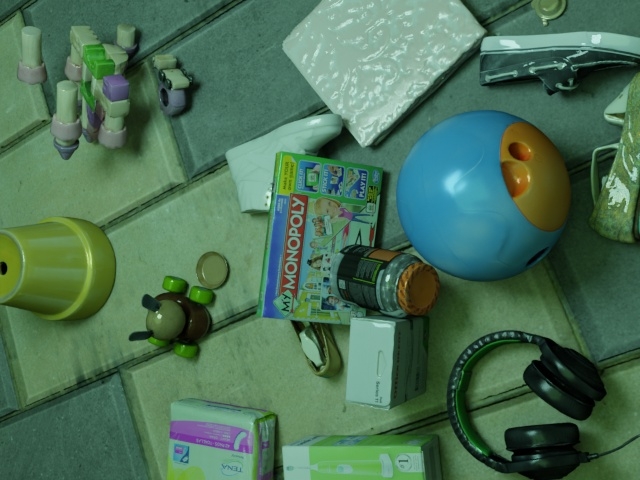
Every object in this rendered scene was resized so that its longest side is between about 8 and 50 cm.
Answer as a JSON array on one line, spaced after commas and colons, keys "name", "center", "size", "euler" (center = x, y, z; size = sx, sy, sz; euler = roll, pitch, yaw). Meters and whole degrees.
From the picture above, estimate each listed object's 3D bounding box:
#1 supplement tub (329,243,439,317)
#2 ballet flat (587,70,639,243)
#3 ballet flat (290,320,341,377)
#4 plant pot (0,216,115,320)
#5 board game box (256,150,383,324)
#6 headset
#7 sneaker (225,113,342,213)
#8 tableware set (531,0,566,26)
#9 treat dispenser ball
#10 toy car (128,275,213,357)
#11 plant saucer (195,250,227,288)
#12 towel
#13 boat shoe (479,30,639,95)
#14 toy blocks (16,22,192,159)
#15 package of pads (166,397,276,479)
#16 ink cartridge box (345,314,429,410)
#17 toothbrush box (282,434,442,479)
[{"name": "supplement tub", "center": [0.115, 0.074, 1.275], "size": [0.190, 0.117, 0.117], "euler": [12, 91, 50]}, {"name": "ballet flat", "center": [0.525, -0.170, 1.182], "size": [0.123, 0.123, 0.349], "euler": [13, 92, 25]}, {"name": "ballet flat", "center": [-0.025, 0.168, 1.425], "size": [0.080, 0.073, 0.232], "euler": [-32, 74, 21]}, {"name": "plant pot", "center": [-0.652, 0.065, 1.631], "size": [0.254, 0.239, 0.254], "euler": [-1, 87, 24]}, {"name": "board game box", "center": [0.000, 0.000, 1.370], "size": [0.213, 0.046, 0.317], "euler": [7, 89, -19]}, {"name": "headset", "center": [0.413, 0.302, 1.206], "size": [0.394, 0.185, 0.243], "euler": [16, 89, 40]}, {"name": "sneaker", "center": [-0.061, -0.144, 1.449], "size": [0.292, 0.108, 0.169], "euler": [-18, 81, 35]}, {"name": "tableware set", "center": [0.435, -0.490, 1.292], "size": [0.168, 0.020, 0.141], "euler": [-32, 72, 21]}, {"name": "treat dispenser ball", "center": [0.273, -0.075, 1.188], "size": [0.288, 0.288, 0.288], "euler": [-2, 86, 24]}, {"name": "toy car", "center": [-0.342, 0.165, 1.507], "size": [0.149, 0.188, 0.155], "euler": [18, 93, 24]}, {"name": "plant saucer", "center": [-0.239, 0.066, 1.563], "size": [0.083, 0.015, 0.083], "euler": [-2, 85, 24]}, {"name": "towel", "center": [0.120, -0.402, 1.411], "size": [0.332, 0.053, 0.317], "euler": [-42, 72, 17]}, {"name": "boat shoe", "center": [0.420, -0.306, 1.233], "size": [0.301, 0.108, 0.102], "euler": [9, 97, 33]}, {"name": "toy blocks", "center": [-0.508, -0.320, 1.633], "size": [0.288, 0.309, 0.260], "euler": [51, 140, 31]}, {"name": "package of pads", "center": [-0.208, 0.495, 1.472], "size": [0.229, 0.101, 0.297], "euler": [2, 88, 26]}, {"name": "ink cartridge box", "center": [0.126, 0.213, 1.278], "size": [0.086, 0.208, 0.153], "euler": [3, 87, 25]}, {"name": "toothbrush box", "center": [0.083, 0.481, 1.327], "size": [0.283, 0.122, 0.206], "euler": [-8, 83, 23]}]
